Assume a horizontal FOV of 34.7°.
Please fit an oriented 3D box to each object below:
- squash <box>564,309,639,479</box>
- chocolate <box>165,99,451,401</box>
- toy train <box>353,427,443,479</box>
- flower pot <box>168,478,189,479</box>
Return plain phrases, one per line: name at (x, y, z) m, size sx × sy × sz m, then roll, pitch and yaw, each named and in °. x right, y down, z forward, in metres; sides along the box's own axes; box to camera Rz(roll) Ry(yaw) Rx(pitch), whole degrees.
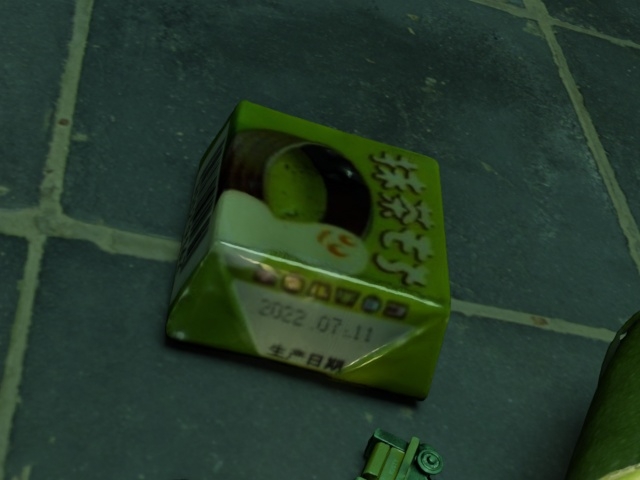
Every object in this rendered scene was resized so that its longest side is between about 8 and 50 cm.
squash at (0.356, 0.222, 0.924) m, size 0.263 × 0.263 × 0.384 m, roll 33°, pitch 27°, yaw 9°
chocolate at (0.000, 0.000, 1.122) m, size 0.288 × 0.137 × 0.301 m, roll 16°, pitch 41°, yaw -11°
toy train at (0.070, 0.235, 0.974) m, size 0.081 × 0.050 × 0.122 m, roll 22°, pitch 40°, yaw 7°
flower pot at (-0.152, 0.306, 0.623) m, size 0.299 × 0.299 × 0.283 m, roll -3°, pitch 57°, yaw -30°
